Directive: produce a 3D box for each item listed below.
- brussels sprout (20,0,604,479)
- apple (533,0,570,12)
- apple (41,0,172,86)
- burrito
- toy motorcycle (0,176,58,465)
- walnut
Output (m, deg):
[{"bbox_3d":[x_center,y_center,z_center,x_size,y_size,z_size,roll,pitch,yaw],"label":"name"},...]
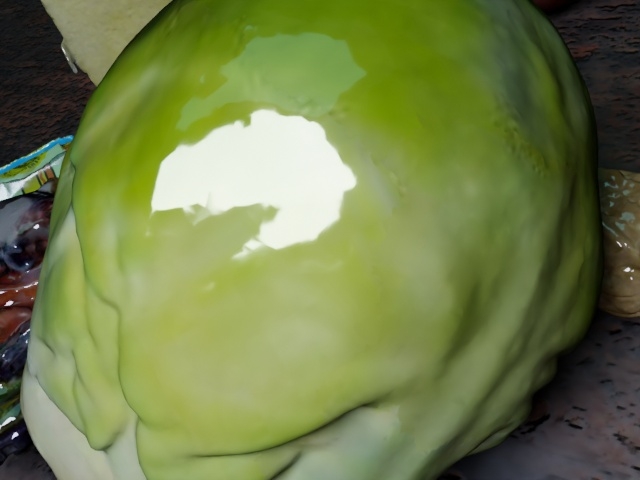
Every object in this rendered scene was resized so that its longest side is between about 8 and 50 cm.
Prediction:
[{"bbox_3d":[0.000,0.000,0.458,0.344,0.268,0.344,-60,10,18],"label":"brussels sprout"},{"bbox_3d":[0.177,-0.322,0.783,0.234,0.234,0.234,-14,38,12],"label":"apple"},{"bbox_3d":[-0.127,-0.289,0.935,0.309,0.314,0.252,-21,80,12],"label":"apple"},{"bbox_3d":[-0.353,-0.034,0.840,0.288,0.054,0.104,-28,37,-6],"label":"burrito"},{"bbox_3d":[-0.231,0.071,0.587,0.207,0.134,0.401,4,43,32],"label":"toy motorcycle"},{"bbox_3d":[0.174,-0.001,0.503,0.079,0.082,0.096,-49,44,10],"label":"walnut"}]
